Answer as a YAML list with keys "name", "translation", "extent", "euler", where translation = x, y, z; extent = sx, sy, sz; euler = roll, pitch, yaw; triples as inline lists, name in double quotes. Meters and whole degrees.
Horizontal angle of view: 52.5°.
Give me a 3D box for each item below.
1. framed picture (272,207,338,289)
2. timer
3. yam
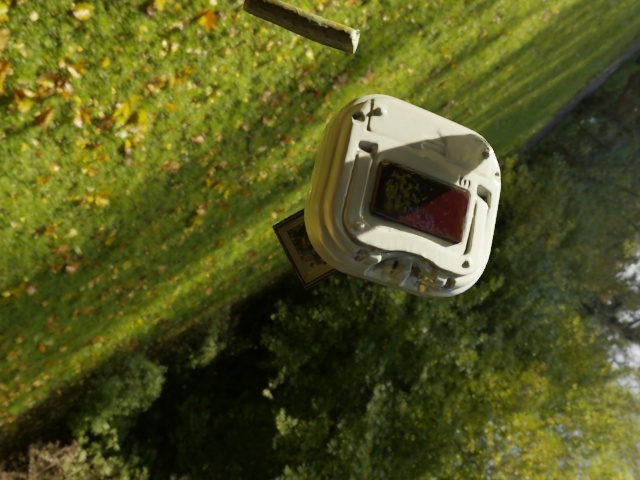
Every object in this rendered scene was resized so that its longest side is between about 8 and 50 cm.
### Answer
- name: "framed picture"
  translation: [0.000, 0.000, 1.680]
  extent: [0.195, 0.199, 0.010]
  euler: [-29, 165, 2]
- name: "timer"
  translation: [0.117, -0.057, 0.844]
  extent: [0.087, 0.262, 0.237]
  euler: [-22, -127, 65]
- name: "yam"
  translation: [-0.060, -0.672, 2.000]
  extent: [0.083, 0.371, 0.083]
  euler: [20, 90, -89]
